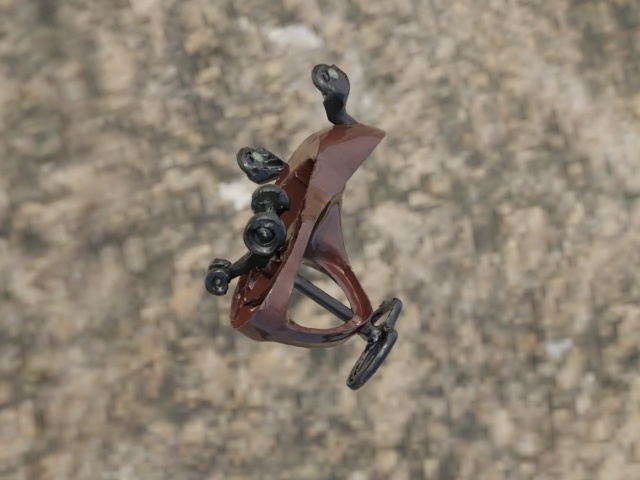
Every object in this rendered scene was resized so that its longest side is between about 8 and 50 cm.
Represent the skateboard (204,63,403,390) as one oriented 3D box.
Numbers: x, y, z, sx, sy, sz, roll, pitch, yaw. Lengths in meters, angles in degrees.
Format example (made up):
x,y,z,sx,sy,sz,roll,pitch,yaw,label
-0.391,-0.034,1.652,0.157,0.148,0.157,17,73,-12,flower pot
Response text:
x,y,z,sx,sy,sz,roll,pitch,yaw,label
0.000,0.000,0.807,0.080,0.067,0.151,36,34,-14,skateboard
